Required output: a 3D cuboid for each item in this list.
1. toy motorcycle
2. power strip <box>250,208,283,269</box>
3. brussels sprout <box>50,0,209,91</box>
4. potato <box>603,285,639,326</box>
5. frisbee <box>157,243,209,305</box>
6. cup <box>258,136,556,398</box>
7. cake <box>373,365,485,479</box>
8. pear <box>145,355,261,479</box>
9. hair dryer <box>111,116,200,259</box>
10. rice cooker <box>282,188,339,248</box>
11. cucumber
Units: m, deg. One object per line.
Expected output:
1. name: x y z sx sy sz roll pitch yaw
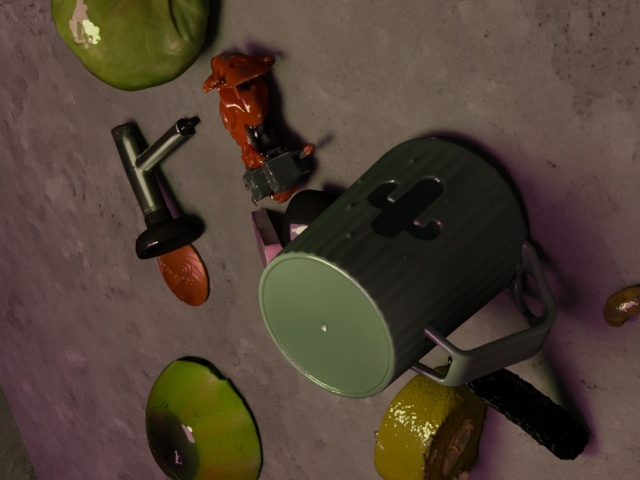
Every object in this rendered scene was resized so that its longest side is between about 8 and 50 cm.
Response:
1. toy motorcycle: -0.128 -0.232 1.820 0.326 0.147 0.221 63 162 1
2. power strip: -0.103 0.021 1.893 0.279 0.037 0.109 -120 18 -70
3. brussels sprout: -0.379 -0.456 1.844 0.247 0.327 0.328 -141 38 -64
4. potato: 0.468 0.100 1.439 0.046 0.045 0.092 24 142 -12
5. frisbee: -0.348 0.078 2.303 0.192 0.035 0.192 25 128 37
6. cup: 0.154 0.046 1.488 0.400 0.392 0.310 7 123 39
7. cake: 0.208 0.374 1.768 0.156 0.179 0.261 26 130 34
8. pear: -0.338 0.511 2.438 0.398 0.165 0.399 25 128 36
9. hair dryer: -0.370 -0.139 2.117 0.284 0.155 0.321 -20 88 60
10. rice cooker: 0.000 0.001 1.808 0.118 0.142 0.203 3 118 33
11. cucumber: 0.332 0.271 1.562 0.303 0.072 0.081 37 148 -24
